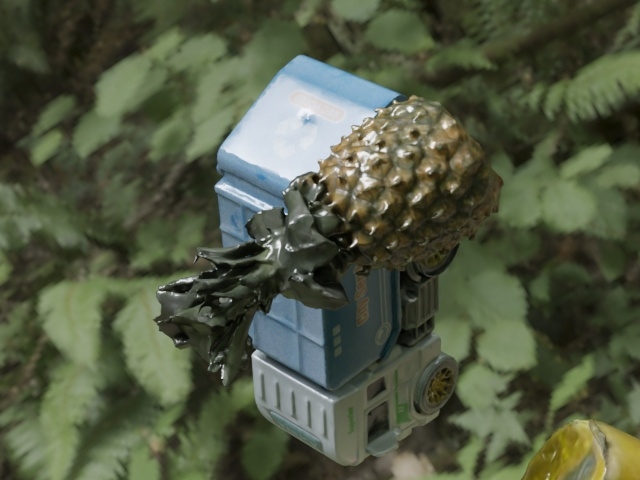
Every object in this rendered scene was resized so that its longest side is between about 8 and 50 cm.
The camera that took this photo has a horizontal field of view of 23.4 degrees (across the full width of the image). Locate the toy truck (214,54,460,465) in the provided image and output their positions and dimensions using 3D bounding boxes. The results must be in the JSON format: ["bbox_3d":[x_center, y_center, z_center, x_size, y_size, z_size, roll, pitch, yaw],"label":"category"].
[{"bbox_3d":[0.018,0.023,1.330,0.146,0.367,0.175,26,45,37],"label":"toy truck"}]

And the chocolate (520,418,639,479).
[{"bbox_3d":[0.374,0.308,1.376,0.162,0.445,0.162,-53,21,32],"label":"chocolate"}]

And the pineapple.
[{"bbox_3d":[0.000,0.000,1.057,0.251,0.125,0.125,-34,15,-12],"label":"pineapple"}]
